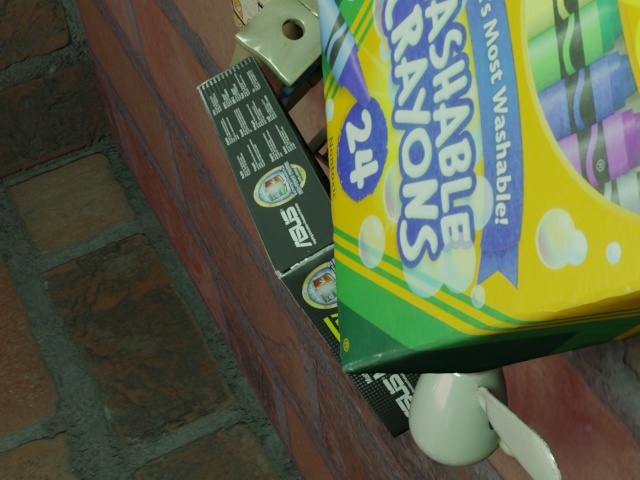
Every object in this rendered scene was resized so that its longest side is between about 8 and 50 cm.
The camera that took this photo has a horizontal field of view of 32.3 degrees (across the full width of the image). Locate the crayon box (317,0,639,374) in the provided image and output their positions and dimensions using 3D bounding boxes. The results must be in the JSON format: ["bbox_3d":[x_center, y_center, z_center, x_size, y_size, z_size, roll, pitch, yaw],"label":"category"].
[{"bbox_3d":[0.109,-0.068,0.437,0.323,0.083,0.203,-26,64,58],"label":"crayon box"}]

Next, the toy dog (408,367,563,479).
[{"bbox_3d":[0.167,0.049,0.697,0.161,0.220,0.333,26,161,10],"label":"toy dog"}]

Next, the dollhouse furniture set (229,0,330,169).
[{"bbox_3d":[0.025,-0.145,1.017,0.184,0.129,0.129,42,163,1],"label":"dollhouse furniture set"}]

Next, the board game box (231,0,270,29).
[{"bbox_3d":[-0.058,-0.281,1.194,0.146,0.045,0.193,55,161,37],"label":"board game box"}]

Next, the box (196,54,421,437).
[{"bbox_3d":[0.000,0.000,0.909,0.216,0.060,0.270,56,-175,-42],"label":"box"}]
